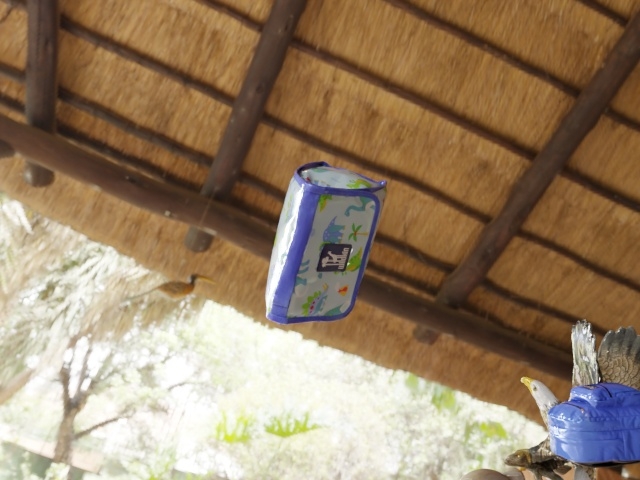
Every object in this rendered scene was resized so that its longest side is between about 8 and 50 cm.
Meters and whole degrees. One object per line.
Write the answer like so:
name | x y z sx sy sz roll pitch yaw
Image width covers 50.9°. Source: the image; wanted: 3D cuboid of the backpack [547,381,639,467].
backpack | 0.358 0.240 0.875 0.120 0.101 0.098 -6 -8 -10

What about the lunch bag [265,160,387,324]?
lunch bag | 0.000 0.000 0.626 0.096 0.129 0.151 18 15 16

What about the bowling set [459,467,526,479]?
bowling set | 0.207 0.465 0.914 0.287 0.200 0.154 -48 -37 19

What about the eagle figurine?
eagle figurine | 0.447 0.293 1.150 0.225 0.226 0.298 35 -70 -3
